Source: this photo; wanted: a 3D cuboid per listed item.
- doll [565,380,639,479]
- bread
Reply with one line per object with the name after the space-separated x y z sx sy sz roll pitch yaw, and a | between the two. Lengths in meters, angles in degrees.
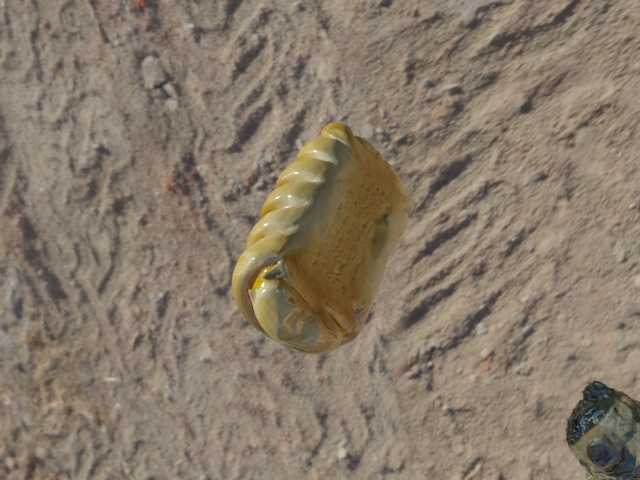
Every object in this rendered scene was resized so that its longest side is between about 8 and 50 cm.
0.380 0.228 0.747 0.286 0.091 0.202 35 128 39 | doll
0.000 0.000 0.906 0.121 0.311 0.173 -24 117 43 | bread
